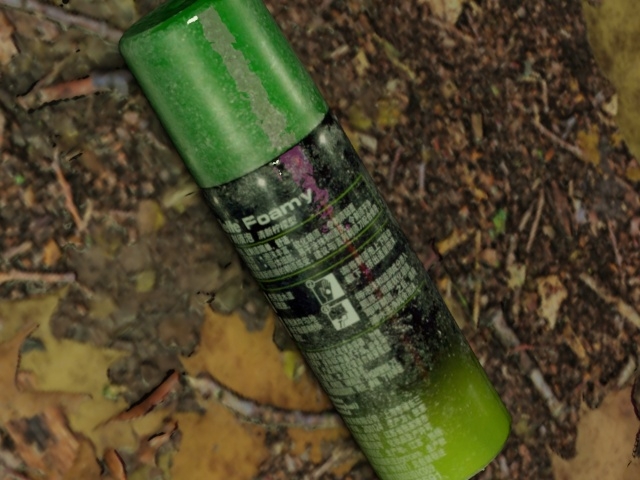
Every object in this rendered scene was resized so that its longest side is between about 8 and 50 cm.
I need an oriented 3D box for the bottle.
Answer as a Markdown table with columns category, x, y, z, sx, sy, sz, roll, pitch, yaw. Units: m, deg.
| category | x | y | z | sx | sy | sz | roll | pitch | yaw |
| --- | --- | --- | --- | --- | --- | --- | --- | --- | --- |
| bottle | 0.000 | 0.000 | 1.023 | 0.093 | 0.093 | 0.330 | -42 | 110 | -31 |
